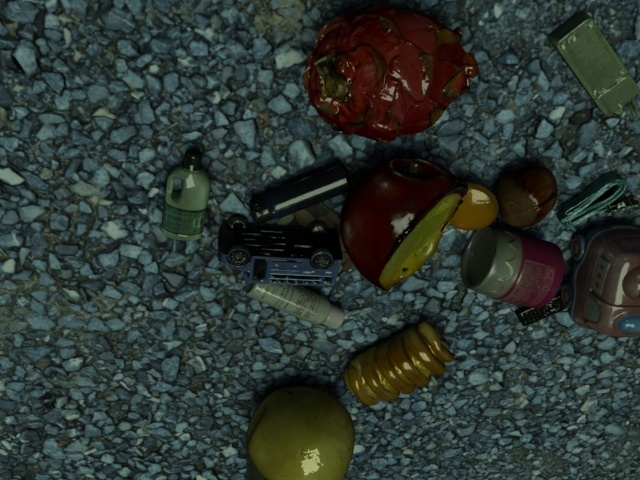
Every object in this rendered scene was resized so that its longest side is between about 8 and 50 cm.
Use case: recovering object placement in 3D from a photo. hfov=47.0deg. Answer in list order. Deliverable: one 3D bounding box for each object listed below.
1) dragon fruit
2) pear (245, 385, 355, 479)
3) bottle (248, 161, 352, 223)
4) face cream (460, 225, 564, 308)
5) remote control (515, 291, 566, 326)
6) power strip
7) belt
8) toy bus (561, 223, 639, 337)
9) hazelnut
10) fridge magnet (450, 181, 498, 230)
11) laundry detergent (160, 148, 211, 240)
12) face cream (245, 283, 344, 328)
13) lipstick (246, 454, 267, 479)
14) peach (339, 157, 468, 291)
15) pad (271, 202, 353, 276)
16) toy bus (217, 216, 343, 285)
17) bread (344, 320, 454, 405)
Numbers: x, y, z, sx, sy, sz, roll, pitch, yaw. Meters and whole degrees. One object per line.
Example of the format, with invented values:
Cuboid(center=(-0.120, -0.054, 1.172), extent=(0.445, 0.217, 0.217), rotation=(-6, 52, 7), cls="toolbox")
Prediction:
Cuboid(center=(0.127, -0.330, 1.449), extent=(0.343, 0.277, 0.277), rotation=(-14, 132, -34), cls="dragon fruit")
Cuboid(center=(-0.054, 0.552, 2.044), extent=(0.310, 0.309, 0.309), rotation=(-3, 125, -4), cls="pear")
Cuboid(center=(-0.049, -0.106, 1.712), extent=(0.245, 0.072, 0.082), rotation=(-20, 166, 8), cls="bottle")
Cuboid(center=(0.471, 0.065, 1.816), extent=(0.195, 0.175, 0.175), rotation=(14, 123, -16), cls="face cream")
Cuboid(center=(0.651, 0.165, 1.995), extent=(0.245, 0.025, 0.063), rotation=(-25, 124, 11), cls="remote control")
Cuboid(center=(0.611, -0.364, 1.602), extent=(0.093, 0.053, 0.288), rotation=(-38, 121, 18), cls="power strip")
Cuboid(center=(0.671, -0.086, 1.802), extent=(0.179, 0.065, 0.100), rotation=(-34, 113, 20), cls="belt")
Cuboid(center=(0.744, 0.115, 1.826), extent=(0.198, 0.231, 0.294), rotation=(2, 112, -7), cls="toy bus")
Cuboid(center=(0.486, -0.105, 1.734), extent=(0.143, 0.143, 0.154), rotation=(1, 133, -6), cls="hazelnut")
Cuboid(center=(0.352, -0.083, 1.755), extent=(0.143, 0.063, 0.143), rotation=(10, 133, 10), cls="fridge magnet")
Cuboid(center=(-0.305, -0.106, 1.687), extent=(0.099, 0.070, 0.225), rotation=(12, 124, -6), cls="laundry detergent")
Cuboid(center=(-0.059, 0.156, 1.888), extent=(0.269, 0.082, 0.082), rotation=(27, 118, -21), cls="face cream")
Cuboid(center=(-0.166, 0.774, 2.134), extent=(0.076, 0.371, 0.080), rotation=(-38, 120, 19), cls="lipstick")
Cuboid(center=(0.164, -0.049, 1.699), extent=(0.258, 0.201, 0.361), rotation=(-29, 152, -34), cls="peach")
Cuboid(center=(0.000, 0.000, 1.831), extent=(0.158, 0.003, 0.235), rotation=(-38, 120, 20), cls="pad")
Cuboid(center=(-0.102, 0.035, 1.767), extent=(0.292, 0.125, 0.133), rotation=(3, 129, -10), cls="toy bus")
Cuboid(center=(0.213, 0.355, 2.030), extent=(0.311, 0.121, 0.173), rotation=(-33, 123, 18), cls="bread")
